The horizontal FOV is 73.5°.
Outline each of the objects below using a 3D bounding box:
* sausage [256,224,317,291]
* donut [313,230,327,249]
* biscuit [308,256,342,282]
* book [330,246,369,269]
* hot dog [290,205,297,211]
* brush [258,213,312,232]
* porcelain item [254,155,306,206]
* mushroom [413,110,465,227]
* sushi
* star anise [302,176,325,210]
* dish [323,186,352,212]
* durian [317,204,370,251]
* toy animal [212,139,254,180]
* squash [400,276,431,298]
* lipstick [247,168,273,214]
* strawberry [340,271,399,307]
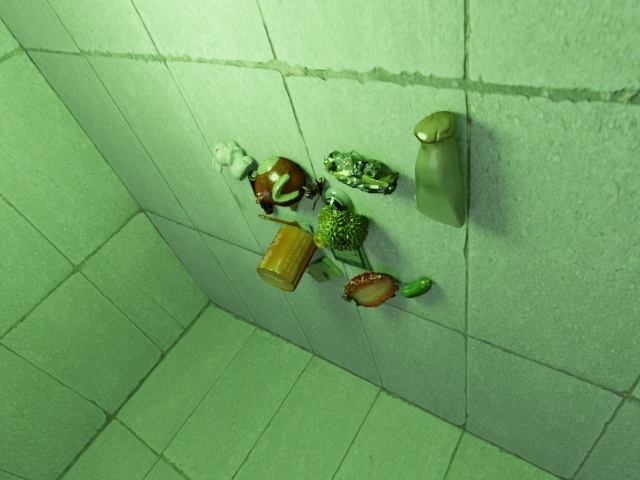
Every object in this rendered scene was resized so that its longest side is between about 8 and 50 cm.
[{"bbox_3d":[-0.170,0.089,2.228,0.233,0.287,0.233,23,153,12],"label":"sausage"},{"bbox_3d":[0.000,0.000,2.162,0.097,0.043,0.108,47,159,15],"label":"donut"},{"bbox_3d":[0.013,0.171,2.419,0.147,0.046,0.250,43,150,-13],"label":"biscuit"},{"bbox_3d":[0.120,0.026,2.106,0.202,0.027,0.264,15,144,36],"label":"book"},{"bbox_3d":[-0.133,-0.185,2.083,0.044,0.028,0.137,23,148,12],"label":"hot dog"},{"bbox_3d":[-0.189,-0.096,2.225,0.314,0.017,0.090,14,156,21],"label":"brush"},{"bbox_3d":[-0.193,-0.233,1.870,0.253,0.253,0.253,28,150,18],"label":"porcelain item"},{"bbox_3d":[0.373,-0.212,1.363,0.154,0.137,0.407,28,150,42],"label":"mushroom"},{"bbox_3d":[0.153,-0.258,1.577,0.291,0.139,0.131,21,128,26],"label":"sushi"},{"bbox_3d":[-0.026,-0.200,1.865,0.070,0.097,0.190,45,155,18],"label":"star anise"},{"bbox_3d":[0.059,-0.154,1.858,0.141,0.078,0.141,27,150,17],"label":"dish"},{"bbox_3d":[0.094,-0.047,1.817,0.237,0.176,0.200,26,135,-25],"label":"durian"},{"bbox_3d":[-0.416,-0.371,2.027,0.193,0.127,0.178,30,153,8],"label":"toy animal"},{"bbox_3d":[0.444,0.223,1.987,0.077,0.068,0.219,26,153,-13],"label":"squash"},{"bbox_3d":[-0.289,-0.233,2.135,0.081,0.081,0.299,25,155,23],"label":"lipstick"},{"bbox_3d":[0.272,0.224,2.156,0.233,0.137,0.306,33,131,-32],"label":"strawberry"}]
